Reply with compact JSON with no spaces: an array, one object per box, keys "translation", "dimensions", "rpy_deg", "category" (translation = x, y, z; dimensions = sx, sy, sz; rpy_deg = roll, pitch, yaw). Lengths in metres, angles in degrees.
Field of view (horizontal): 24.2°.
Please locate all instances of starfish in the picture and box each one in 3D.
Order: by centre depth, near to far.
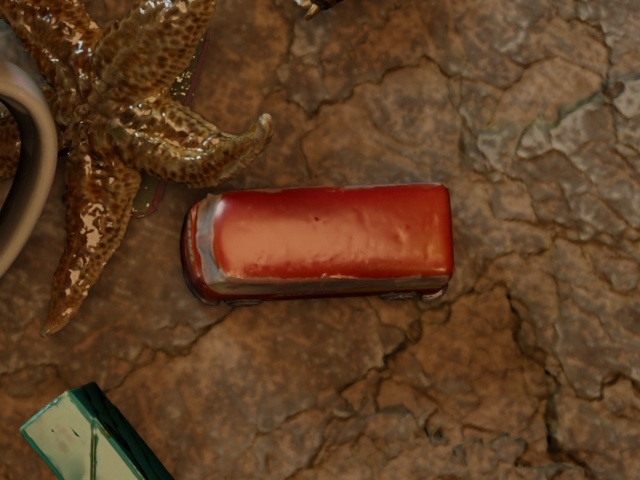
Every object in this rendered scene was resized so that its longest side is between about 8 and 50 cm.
[{"translation":[-0.142,-0.082,0.909],"dimensions":[0.235,0.062,0.277],"rpy_deg":[25,109,12],"category":"starfish"}]

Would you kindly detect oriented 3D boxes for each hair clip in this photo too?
[{"translation":[-0.113,-0.084,0.963],"dimensions":[0.054,0.022,0.137],"rpy_deg":[16,90,-5],"category":"hair clip"}]

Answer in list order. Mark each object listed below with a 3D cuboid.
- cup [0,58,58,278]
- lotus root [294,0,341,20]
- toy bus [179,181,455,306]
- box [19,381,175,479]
[{"translation":[-0.293,-0.057,0.826],"dimensions":[0.289,0.219,0.258],"rpy_deg":[16,110,-28],"category":"cup"},{"translation":[0.017,-0.210,0.979],"dimensions":[0.072,0.063,0.152],"rpy_deg":[28,71,-31],"category":"lotus root"},{"translation":[0.000,0.000,0.941],"dimensions":[0.174,0.077,0.079],"rpy_deg":[-2,83,-9],"category":"toy bus"},{"translation":[-0.081,0.181,0.864],"dimensions":[0.042,0.161,0.226],"rpy_deg":[-39,90,-6],"category":"box"}]
